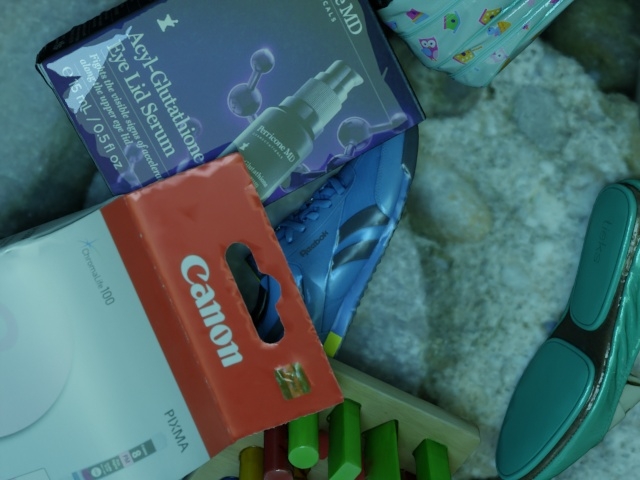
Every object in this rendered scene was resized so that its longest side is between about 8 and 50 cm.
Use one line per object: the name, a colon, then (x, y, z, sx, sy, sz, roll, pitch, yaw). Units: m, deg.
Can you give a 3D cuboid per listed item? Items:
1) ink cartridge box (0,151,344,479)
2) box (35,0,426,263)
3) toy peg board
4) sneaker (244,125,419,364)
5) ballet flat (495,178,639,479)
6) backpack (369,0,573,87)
ink cartridge box: (-0.127, 0.071, 0.951, 0.232, 0.066, 0.189, -19, 107, 12)
box: (-0.059, -0.105, 0.993, 0.207, 0.108, 0.153, -29, 106, 0)
toy peg board: (0.005, 0.177, 1.056, 0.161, 0.079, 0.160, 26, 120, -18)
sneaker: (0.000, 0.000, 1.049, 0.082, 0.069, 0.209, 23, 99, -10)
ballet flat: (0.210, 0.077, 1.097, 0.087, 0.083, 0.247, 14, 104, -26)
backpack: (0.117, -0.191, 0.983, 0.115, 0.152, 0.182, 43, 106, -7)
